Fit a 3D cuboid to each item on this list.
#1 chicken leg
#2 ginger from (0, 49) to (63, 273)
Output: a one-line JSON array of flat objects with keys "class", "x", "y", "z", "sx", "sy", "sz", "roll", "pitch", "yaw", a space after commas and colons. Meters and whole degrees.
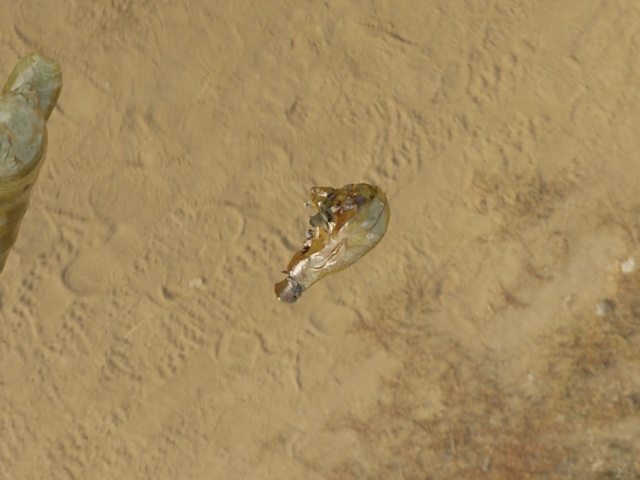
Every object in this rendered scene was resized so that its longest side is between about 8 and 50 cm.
[{"class": "chicken leg", "x": 0.002, "y": 0.002, "z": 1.253, "sx": 0.101, "sy": 0.085, "sz": 0.207, "roll": 34, "pitch": 117, "yaw": -21}, {"class": "ginger", "x": -0.289, "y": -0.038, "z": 0.841, "sx": 0.065, "sy": 0.118, "sz": 0.299, "roll": 29, "pitch": 137, "yaw": -9}]
